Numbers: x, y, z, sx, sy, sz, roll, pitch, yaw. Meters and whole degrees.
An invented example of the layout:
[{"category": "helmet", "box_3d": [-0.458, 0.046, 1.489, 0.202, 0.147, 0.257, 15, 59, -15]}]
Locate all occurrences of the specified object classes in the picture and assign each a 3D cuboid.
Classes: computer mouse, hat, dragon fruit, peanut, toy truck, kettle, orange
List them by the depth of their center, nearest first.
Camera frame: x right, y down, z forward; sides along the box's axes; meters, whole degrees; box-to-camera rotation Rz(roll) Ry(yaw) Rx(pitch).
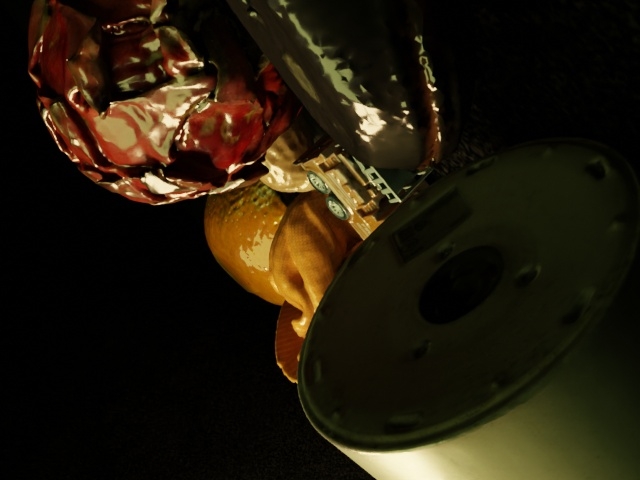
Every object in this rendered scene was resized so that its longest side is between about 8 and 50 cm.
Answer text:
[{"category": "computer mouse", "box_3d": [-0.015, -0.184, 0.467, 0.323, 0.116, 0.183, 53, 173, -3]}, {"category": "kettle", "box_3d": [0.190, 0.123, 0.627, 0.376, 0.250, 0.361, 47, -169, -23]}, {"category": "dragon fruit", "box_3d": [-0.120, -0.148, 0.693, 0.244, 0.244, 0.299, 51, 165, -29]}, {"category": "toy truck", "box_3d": [0.072, -0.041, 0.810, 0.177, 0.080, 0.115, 49, 160, -12]}, {"category": "peanut", "box_3d": [-0.083, -0.137, 0.871, 0.228, 0.086, 0.104, 42, 151, 11]}, {"category": "hat", "box_3d": [0.000, 0.000, 0.970, 0.233, 0.244, 0.233, 21, 141, 50]}, {"category": "orange", "box_3d": [-0.062, -0.002, 1.307, 0.262, 0.196, 0.335, 35, 169, -27]}]

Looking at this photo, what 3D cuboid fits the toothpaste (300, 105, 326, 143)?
[{"category": "toothpaste", "box_3d": [-0.054, -0.171, 0.910, 0.255, 0.037, 0.067, 48, 165, 2]}]
